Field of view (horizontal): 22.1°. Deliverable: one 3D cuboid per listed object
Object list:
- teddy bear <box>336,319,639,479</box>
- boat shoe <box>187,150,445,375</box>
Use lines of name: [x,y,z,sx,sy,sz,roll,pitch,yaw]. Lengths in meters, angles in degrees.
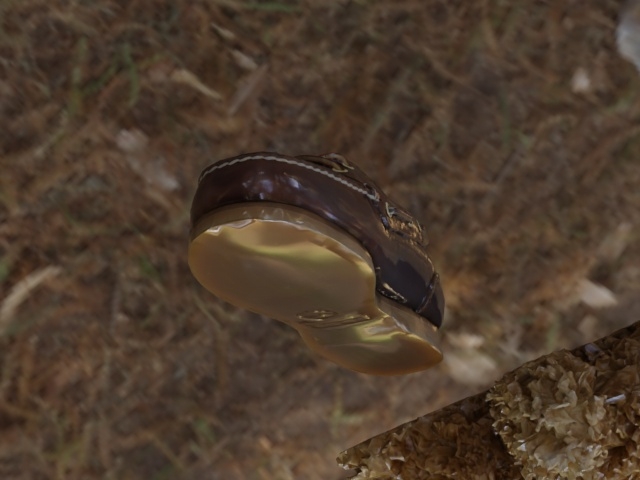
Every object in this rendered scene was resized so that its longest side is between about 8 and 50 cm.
teddy bear: [0.179,0.095,0.845,0.338,0.113,0.245,-24,168,5]
boat shoe: [0.000,0.000,0.704,0.073,0.073,0.207,-7,160,17]
